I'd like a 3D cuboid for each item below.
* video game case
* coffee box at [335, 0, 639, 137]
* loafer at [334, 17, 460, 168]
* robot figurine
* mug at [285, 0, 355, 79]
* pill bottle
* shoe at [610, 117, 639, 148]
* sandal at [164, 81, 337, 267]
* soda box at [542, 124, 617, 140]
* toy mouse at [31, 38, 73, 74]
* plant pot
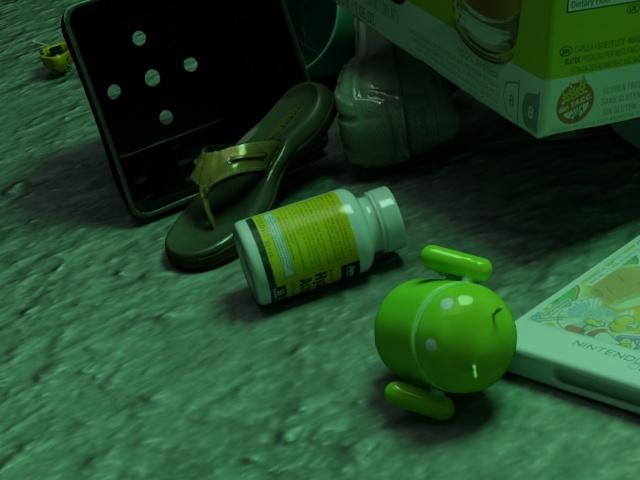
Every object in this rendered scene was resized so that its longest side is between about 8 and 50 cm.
[{"bbox_3d":[0.253,0.040,0.973,0.227,0.026,0.206,-30,29,-32],"label":"video game case"},{"bbox_3d":[0.223,-0.312,1.173,0.338,0.334,0.337,-13,30,-22],"label":"coffee box"},{"bbox_3d":[0.085,-0.162,1.417,0.111,0.112,0.319,-4,33,10],"label":"loafer"},{"bbox_3d":[0.076,0.057,0.964,0.067,0.101,0.115,20,-6,-22],"label":"robot figurine"},{"bbox_3d":[-0.018,-0.221,1.565,0.157,0.130,0.097,-6,0,36],"label":"mug"},{"bbox_3d":[0.000,0.000,1.151,0.116,0.065,0.065,-19,24,-8],"label":"pill bottle"},{"bbox_3d":[0.313,-0.104,1.214,0.178,0.064,0.081,8,31,31],"label":"shoe"},{"bbox_3d":[-0.062,-0.064,1.290,0.090,0.060,0.219,5,49,45],"label":"sandal"},{"bbox_3d":[0.239,-0.177,1.381,0.092,0.083,0.263,-5,26,16],"label":"soda box"},{"bbox_3d":[-0.245,-0.218,1.803,0.143,0.031,0.161,-19,25,-11],"label":"toy mouse"},{"bbox_3d":[-0.129,-0.143,1.416,0.187,0.188,0.167,-22,12,-17],"label":"plant pot"}]
